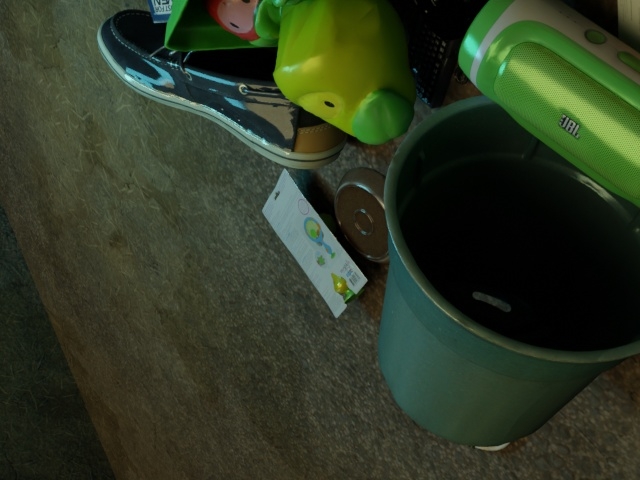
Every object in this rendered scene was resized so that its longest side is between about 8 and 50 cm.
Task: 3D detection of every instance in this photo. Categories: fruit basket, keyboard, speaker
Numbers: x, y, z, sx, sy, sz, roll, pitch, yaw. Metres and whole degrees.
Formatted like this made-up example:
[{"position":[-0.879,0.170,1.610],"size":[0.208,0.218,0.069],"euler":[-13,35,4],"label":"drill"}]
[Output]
[{"position":[-0.030,-0.288,1.128],"size":[0.392,0.283,0.392],"euler":[172,90,-70],"label":"fruit basket"},{"position":[0.156,-0.252,1.150],"size":[0.108,0.023,0.180],"euler":[43,143,25],"label":"keyboard"},{"position":[0.289,-0.142,0.922],"size":[0.296,0.131,0.131],"euler":[41,142,20],"label":"speaker"}]

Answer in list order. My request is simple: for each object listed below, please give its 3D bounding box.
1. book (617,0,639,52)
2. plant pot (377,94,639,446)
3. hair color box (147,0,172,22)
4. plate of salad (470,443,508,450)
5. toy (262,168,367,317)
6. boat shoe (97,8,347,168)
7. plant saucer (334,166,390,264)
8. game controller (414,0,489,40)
[{"position":[0.367,-0.203,0.895],"size":[0.144,0.035,0.096],"euler":[23,134,44],"label":"book"},{"position":[0.215,0.065,1.052],"size":[0.341,0.341,0.334],"euler":[46,151,22],"label":"plant pot"},{"position":[-0.198,-0.510,1.297],"size":[0.105,0.174,0.347],"euler":[13,124,47],"label":"hair color box"},{"position":[0.221,0.249,1.407],"size":[0.200,0.048,0.199],"euler":[32,136,36],"label":"plate of salad"},{"position":[0.000,0.000,1.513],"size":[0.237,0.056,0.137],"euler":[57,145,17],"label":"toy"},{"position":[-0.161,-0.282,1.415],"size":[0.500,0.187,0.156],"euler":[31,135,28],"label":"boat shoe"},{"position":[0.077,-0.033,1.412],"size":[0.168,0.029,0.168],"euler":[31,136,36],"label":"plant saucer"},{"position":[0.113,-0.395,1.042],"size":[0.319,0.067,0.166],"euler":[63,146,9],"label":"game controller"}]
